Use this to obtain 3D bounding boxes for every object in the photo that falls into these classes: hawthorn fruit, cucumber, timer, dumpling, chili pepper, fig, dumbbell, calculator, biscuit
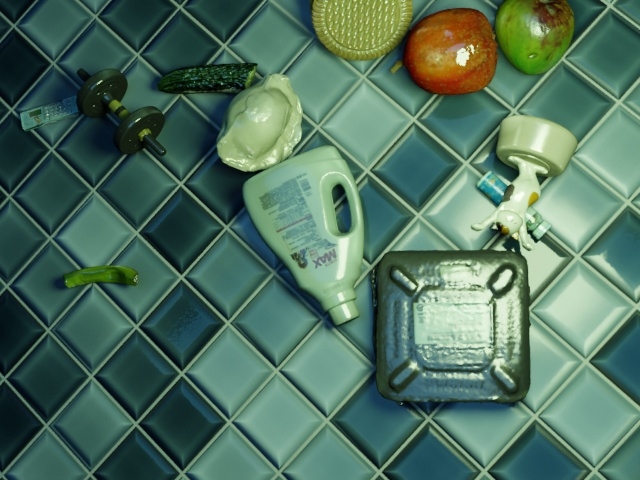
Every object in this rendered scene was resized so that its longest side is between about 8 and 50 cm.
[{"bbox_3d":[0.280,-0.426,1.856,0.253,0.205,0.205,-11,80,14],"label":"hawthorn fruit"},{"bbox_3d":[-0.283,-0.405,2.016,0.265,0.077,0.077,2,82,12],"label":"cucumber"},{"bbox_3d":[0.443,-0.121,1.774,0.175,0.175,0.266,18,80,13],"label":"timer"},{"bbox_3d":[-0.139,-0.273,1.940,0.258,0.147,0.193,-49,117,-11],"label":"dumpling"},{"bbox_3d":[-0.541,0.088,2.004,0.202,0.050,0.051,-3,97,9],"label":"chili pepper"},{"bbox_3d":[0.489,-0.477,1.839,0.181,0.181,0.191,3,111,11],"label":"fig"},{"bbox_3d":[-0.497,-0.321,2.006,0.325,0.143,0.143,44,91,13],"label":"dumbbell"},{"bbox_3d":[-0.708,-0.333,2.113,0.172,0.018,0.057,-14,78,10],"label":"calculator"},{"bbox_3d":[0.096,-0.554,1.903,0.259,0.259,0.079,-15,36,8],"label":"biscuit"}]

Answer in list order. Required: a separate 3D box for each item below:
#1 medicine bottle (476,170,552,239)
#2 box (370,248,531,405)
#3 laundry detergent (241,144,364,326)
[{"bbox_3d":[0.443,-0.081,1.845,0.191,0.051,0.051,43,91,14],"label":"medicine bottle"},{"bbox_3d":[0.291,0.194,1.813,0.359,0.091,0.350,-2,82,8],"label":"box"},{"bbox_3d":[0.000,0.000,1.880,0.264,0.125,0.397,-25,79,5],"label":"laundry detergent"}]
